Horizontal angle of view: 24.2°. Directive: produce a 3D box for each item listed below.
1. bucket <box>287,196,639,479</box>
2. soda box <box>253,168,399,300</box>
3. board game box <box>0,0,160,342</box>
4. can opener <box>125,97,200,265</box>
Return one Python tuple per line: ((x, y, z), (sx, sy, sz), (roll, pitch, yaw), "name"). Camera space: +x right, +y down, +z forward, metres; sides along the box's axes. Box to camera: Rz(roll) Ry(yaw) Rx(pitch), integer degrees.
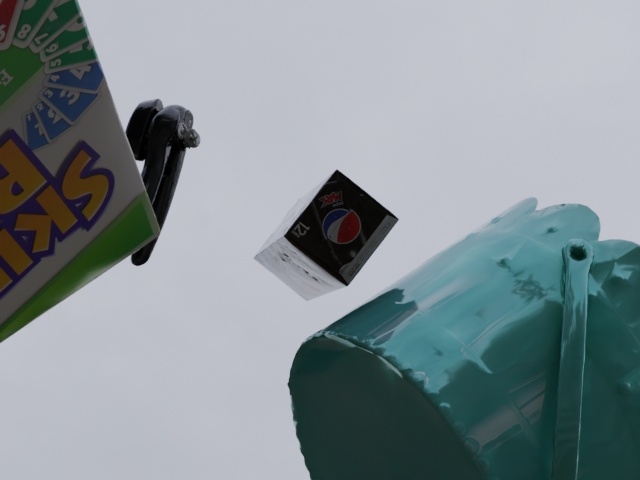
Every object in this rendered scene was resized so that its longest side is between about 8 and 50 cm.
((0.121, 0.131, 0.982), (0.281, 0.183, 0.281), (42, -33, 36), "bucket")
((0.000, 0.000, 1.015), (0.053, 0.060, 0.169), (38, -10, -3), "soda box")
((-0.148, -0.039, 0.649), (0.039, 0.124, 0.259), (46, -18, 29), "board game box")
((-0.172, -0.061, 1.553), (0.073, 0.186, 0.059), (-6, -25, 35), "can opener")
